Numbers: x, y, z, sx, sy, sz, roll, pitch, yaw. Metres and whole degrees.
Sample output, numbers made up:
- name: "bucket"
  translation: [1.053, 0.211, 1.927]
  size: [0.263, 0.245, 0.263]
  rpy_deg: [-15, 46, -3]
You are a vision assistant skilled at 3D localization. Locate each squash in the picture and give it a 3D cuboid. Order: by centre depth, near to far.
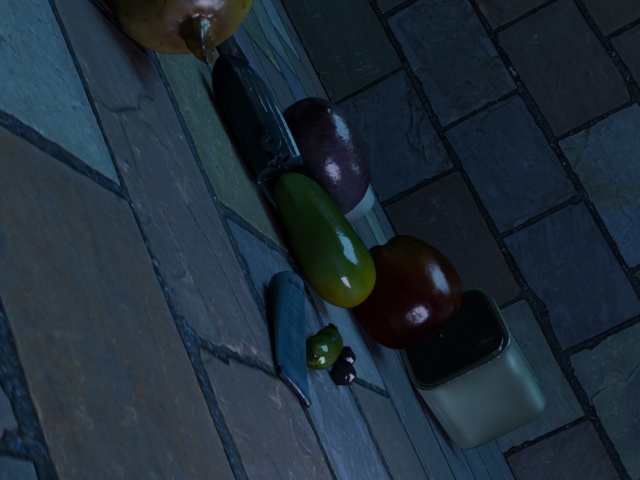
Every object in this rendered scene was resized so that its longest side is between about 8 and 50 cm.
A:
- name: "squash"
  translation: [0.005, 0.153, 1.454]
  size: [0.052, 0.052, 0.183]
  rpy_deg: [62, 6, 2]

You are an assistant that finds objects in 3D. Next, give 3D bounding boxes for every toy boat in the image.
- name: "toy boat"
  translation: [-0.117, -0.212, 1.722]
  size: [0.246, 0.093, 0.103]
  rpy_deg: [63, -12, 9]

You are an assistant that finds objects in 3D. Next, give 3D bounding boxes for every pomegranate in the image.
- name: "pomegranate"
  translation: [-0.190, -0.349, 1.358]
  size: [0.207, 0.207, 0.207]
  rpy_deg: [60, 9, -16]

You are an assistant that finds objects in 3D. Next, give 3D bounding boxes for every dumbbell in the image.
- name: "dumbbell"
  translation: [0.035, 0.191, 1.545]
  size: [0.083, 0.040, 0.036]
  rpy_deg: [-87, 178, -73]

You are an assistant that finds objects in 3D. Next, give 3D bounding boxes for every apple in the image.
- name: "apple"
  translation: [0.166, 0.103, 2.005]
  size: [0.234, 0.234, 0.234]
  rpy_deg: [60, 9, -16]

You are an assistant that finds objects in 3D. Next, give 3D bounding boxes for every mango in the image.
- name: "mango"
  translation: [0.000, 0.000, 1.710]
  size: [0.251, 0.114, 0.156]
  rpy_deg: [54, 15, 6]

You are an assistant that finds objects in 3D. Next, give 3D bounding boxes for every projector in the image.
- name: "projector"
  translation: [0.349, 0.296, 2.358]
  size: [0.249, 0.248, 0.248]
  rpy_deg: [56, 10, -35]

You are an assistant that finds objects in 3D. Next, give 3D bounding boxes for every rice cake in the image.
- name: "rice cake"
  translation: [-0.200, -0.440, 2.073]
  size: [0.298, 0.050, 0.106]
  rpy_deg: [64, 9, 9]

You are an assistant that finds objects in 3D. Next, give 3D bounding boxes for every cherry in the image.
- name: "cherry"
  translation: [-0.005, -0.148, 1.844]
  size: [0.213, 0.184, 0.266]
  rpy_deg: [52, -28, 32]

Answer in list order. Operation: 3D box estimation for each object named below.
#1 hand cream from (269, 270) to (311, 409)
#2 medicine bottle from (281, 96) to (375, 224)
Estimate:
- name: "hand cream"
  translation: [-0.040, 0.118, 1.342]
  size: [0.083, 0.048, 0.224]
  rpy_deg: [56, 17, -34]
- name: "medicine bottle"
  translation: [0.001, -0.154, 2.076]
  size: [0.252, 0.144, 0.144]
  rpy_deg: [59, 9, -28]
